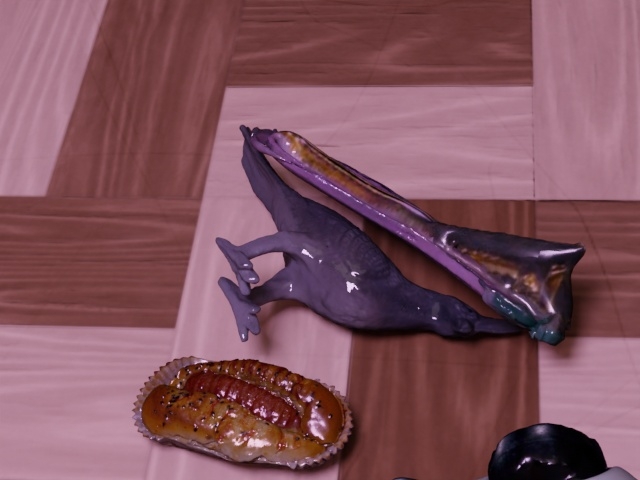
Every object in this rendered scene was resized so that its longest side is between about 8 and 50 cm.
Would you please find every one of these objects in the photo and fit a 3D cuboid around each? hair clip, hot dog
[{"bbox_3d":[0.086,-0.020,1.171,0.358,0.096,0.110,27,47,28],"label":"hair clip"},{"bbox_3d":[-0.064,0.147,1.093,0.192,0.053,0.099,10,55,18],"label":"hot dog"}]

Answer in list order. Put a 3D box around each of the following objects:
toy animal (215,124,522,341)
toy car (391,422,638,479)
[{"bbox_3d":[-0.011,0.019,1.172,0.367,0.081,0.205,35,39,29],"label":"toy animal"},{"bbox_3d":[0.130,0.260,0.875,0.255,0.190,0.188,-28,29,22],"label":"toy car"}]
